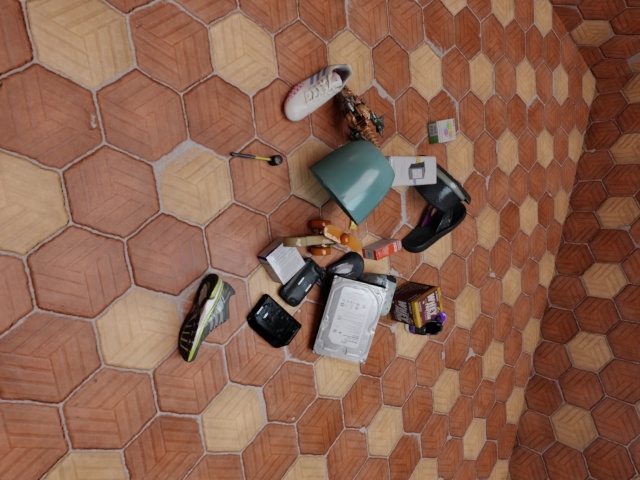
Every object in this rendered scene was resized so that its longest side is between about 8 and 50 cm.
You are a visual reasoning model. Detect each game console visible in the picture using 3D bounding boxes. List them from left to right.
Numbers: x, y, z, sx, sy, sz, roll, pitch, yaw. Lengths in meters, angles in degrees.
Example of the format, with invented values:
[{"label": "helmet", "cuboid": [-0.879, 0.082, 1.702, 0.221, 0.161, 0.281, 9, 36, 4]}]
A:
[{"label": "game console", "cuboid": [-0.113, 0.235, 1.660, 0.361, 0.044, 0.213, -52, 122, -18]}]

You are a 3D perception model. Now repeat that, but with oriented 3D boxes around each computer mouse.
[{"label": "computer mouse", "cuboid": [0.104, 0.147, 1.813, 0.272, 0.072, 0.189, -35, 114, -31]}]

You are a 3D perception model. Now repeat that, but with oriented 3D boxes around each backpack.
[{"label": "backpack", "cuboid": [0.235, 0.237, 1.866, 0.144, 0.165, 0.188, 13, 83, -37]}]

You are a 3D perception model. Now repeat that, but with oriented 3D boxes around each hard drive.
[{"label": "hard drive", "cuboid": [0.118, 0.324, 1.750, 0.236, 0.064, 0.339, 16, 97, -9]}]

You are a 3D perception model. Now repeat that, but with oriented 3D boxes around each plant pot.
[{"label": "plant pot", "cuboid": [0.138, -0.241, 1.614, 0.235, 0.293, 0.293, -40, 121, 3]}]

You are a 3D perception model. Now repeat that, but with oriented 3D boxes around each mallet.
[{"label": "mallet", "cuboid": [-0.233, -0.299, 1.531, 0.189, 0.062, 0.039, 3, 91, -24]}]

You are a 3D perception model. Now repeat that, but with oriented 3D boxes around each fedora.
[{"label": "fedora", "cuboid": [0.557, -0.255, 2.038, 0.152, 0.334, 0.334, -46, 126, 11]}]

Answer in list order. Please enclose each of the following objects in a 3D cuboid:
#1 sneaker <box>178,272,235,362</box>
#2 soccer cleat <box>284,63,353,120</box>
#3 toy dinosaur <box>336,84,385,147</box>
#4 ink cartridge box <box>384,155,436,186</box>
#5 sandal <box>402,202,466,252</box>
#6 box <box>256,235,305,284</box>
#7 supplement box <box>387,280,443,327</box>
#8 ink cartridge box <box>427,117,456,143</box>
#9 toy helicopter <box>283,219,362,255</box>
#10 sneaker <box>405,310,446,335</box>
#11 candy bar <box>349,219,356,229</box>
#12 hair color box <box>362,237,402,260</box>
[{"label": "sneaker", "cuboid": [-0.374, 0.269, 1.425, 0.121, 0.111, 0.300, 32, 77, -40]}, {"label": "soccer cleat", "cuboid": [-0.005, -0.578, 1.611, 0.331, 0.143, 0.116, -49, 121, -24]}, {"label": "toy dinosaur", "cuboid": [0.150, -0.481, 1.697, 0.218, 0.164, 0.322, 35, 47, -55]}, {"label": "ink cartridge box", "cuboid": [0.324, -0.302, 1.848, 0.306, 0.226, 0.131, -10, 102, -39]}, {"label": "sandal", "cuboid": [0.578, -0.096, 2.102, 0.445, 0.167, 0.107, -38, 125, -29]}, {"label": "box", "cuboid": [-0.148, 0.074, 1.605, 0.126, 0.072, 0.137, -44, 119, -27]}, {"label": "supplement box", "cuboid": [0.443, 0.299, 2.019, 0.191, 0.194, 0.129, -23, 108, -35]}, {"label": "ink cartridge box", "cuboid": [0.643, -0.566, 2.179, 0.209, 0.062, 0.109, -19, 105, -36]}, {"label": "toy helicopter", "cuboid": [0.000, 0.000, 1.568, 0.355, 0.235, 0.140, -7, 99, -57]}, {"label": "sneaker", "cuboid": [0.580, 0.433, 2.172, 0.293, 0.146, 0.102, -9, 100, -37]}, {"label": "candy bar", "cuboid": [0.149, -0.128, 1.857, 0.040, 0.018, 0.162, 2, 94, -39]}, {"label": "hair color box", "cuboid": [0.281, 0.038, 1.930, 0.167, 0.093, 0.053, -22, 109, -34]}]
